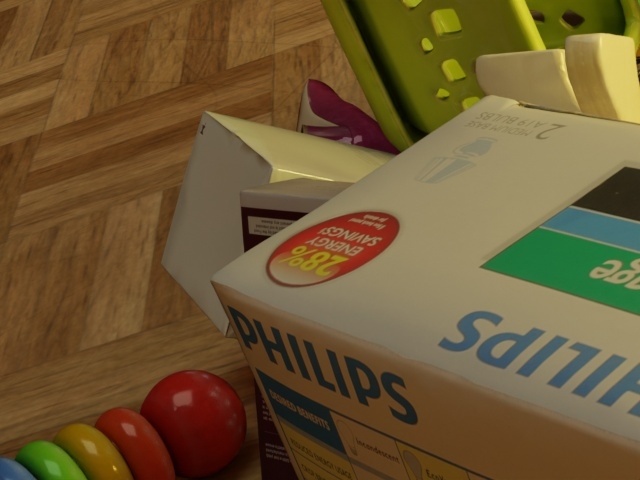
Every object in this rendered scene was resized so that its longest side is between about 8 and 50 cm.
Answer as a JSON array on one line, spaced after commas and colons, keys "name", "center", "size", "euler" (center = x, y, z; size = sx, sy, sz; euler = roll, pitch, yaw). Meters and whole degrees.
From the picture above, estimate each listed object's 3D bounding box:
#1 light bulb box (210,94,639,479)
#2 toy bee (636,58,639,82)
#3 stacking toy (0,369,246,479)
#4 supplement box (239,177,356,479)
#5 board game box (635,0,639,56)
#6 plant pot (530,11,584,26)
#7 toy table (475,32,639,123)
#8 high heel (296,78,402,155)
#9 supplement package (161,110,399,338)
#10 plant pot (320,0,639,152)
[{"name": "light bulb box", "center": [0.177, 0.145, 0.889], "size": [0.225, 0.361, 0.358], "euler": [-34, 29, -26]}, {"name": "toy bee", "center": [0.328, -0.081, 1.503], "size": [0.195, 0.162, 0.298], "euler": [-7, 3, 45]}, {"name": "stacking toy", "center": [-0.199, 0.200, 1.351], "size": [0.330, 0.141, 0.141], "euler": [-30, 26, -27]}, {"name": "supplement box", "center": [0.014, 0.078, 1.282], "size": [0.073, 0.239, 0.130], "euler": [-13, 14, -43]}, {"name": "board game box", "center": [0.367, -0.276, 1.954], "size": [0.124, 0.039, 0.259], "euler": [-12, 29, 17]}, {"name": "plant pot", "center": [0.195, -0.131, 1.714], "size": [0.237, 0.110, 0.237], "euler": [-17, 25, 8]}, {"name": "toy table", "center": [0.236, -0.063, 1.234], "size": [0.252, 0.161, 0.274], "euler": [-2, 2, 17]}, {"name": "high heel", "center": [0.034, -0.124, 1.893], "size": [0.117, 0.082, 0.244], "euler": [8, 13, -4]}, {"name": "supplement package", "center": [0.000, 0.000, 1.458], "size": [0.203, 0.149, 0.194], "euler": [11, 13, -24]}, {"name": "plant pot", "center": [0.138, -0.214, 1.547], "size": [0.207, 0.228, 0.227], "euler": [-10, 28, 34]}]
